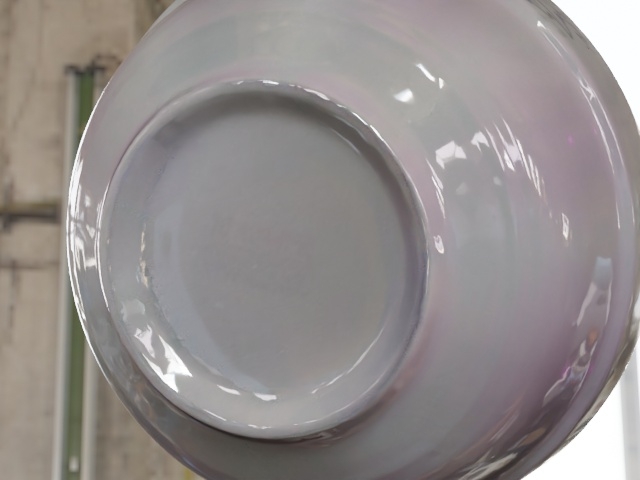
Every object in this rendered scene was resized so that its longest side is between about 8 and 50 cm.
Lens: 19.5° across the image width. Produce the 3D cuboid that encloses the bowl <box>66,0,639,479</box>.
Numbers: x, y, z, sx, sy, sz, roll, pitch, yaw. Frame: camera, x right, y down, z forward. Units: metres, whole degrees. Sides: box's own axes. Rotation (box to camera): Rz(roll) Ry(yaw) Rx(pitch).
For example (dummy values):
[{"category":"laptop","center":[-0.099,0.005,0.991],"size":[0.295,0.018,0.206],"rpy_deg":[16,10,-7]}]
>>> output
[{"category":"bowl","center":[0.000,0.000,0.855],"size":[0.287,0.287,0.144],"rpy_deg":[-9,2,23]}]
